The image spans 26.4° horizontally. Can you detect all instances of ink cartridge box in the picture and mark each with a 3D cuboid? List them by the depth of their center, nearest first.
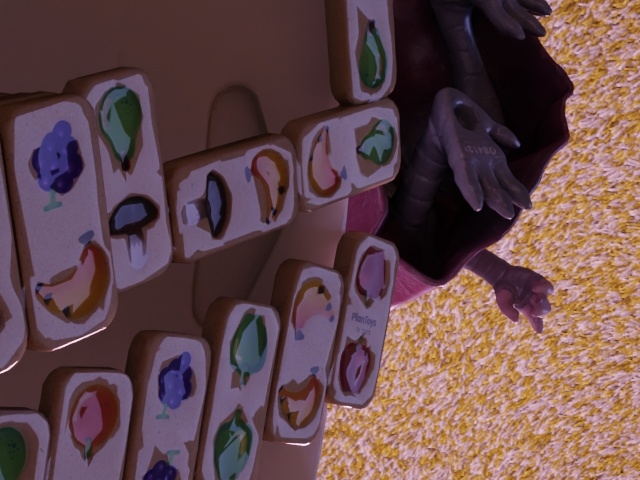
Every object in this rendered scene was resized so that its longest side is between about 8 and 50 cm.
[{"bbox_3d":[-0.098,-0.022,0.635,0.384,0.160,0.279,-173,-92,-81],"label":"ink cartridge box"}]

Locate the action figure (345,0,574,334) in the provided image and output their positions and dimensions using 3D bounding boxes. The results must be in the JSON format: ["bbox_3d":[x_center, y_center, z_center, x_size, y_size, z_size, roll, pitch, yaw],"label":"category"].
[{"bbox_3d":[0.000,0.000,0.866,0.248,0.276,0.370,-36,171,-37],"label":"action figure"}]

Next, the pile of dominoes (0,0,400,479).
[{"bbox_3d":[-0.036,-0.009,0.362,0.251,0.040,0.196,-23,113,-50],"label":"pile of dominoes"}]
